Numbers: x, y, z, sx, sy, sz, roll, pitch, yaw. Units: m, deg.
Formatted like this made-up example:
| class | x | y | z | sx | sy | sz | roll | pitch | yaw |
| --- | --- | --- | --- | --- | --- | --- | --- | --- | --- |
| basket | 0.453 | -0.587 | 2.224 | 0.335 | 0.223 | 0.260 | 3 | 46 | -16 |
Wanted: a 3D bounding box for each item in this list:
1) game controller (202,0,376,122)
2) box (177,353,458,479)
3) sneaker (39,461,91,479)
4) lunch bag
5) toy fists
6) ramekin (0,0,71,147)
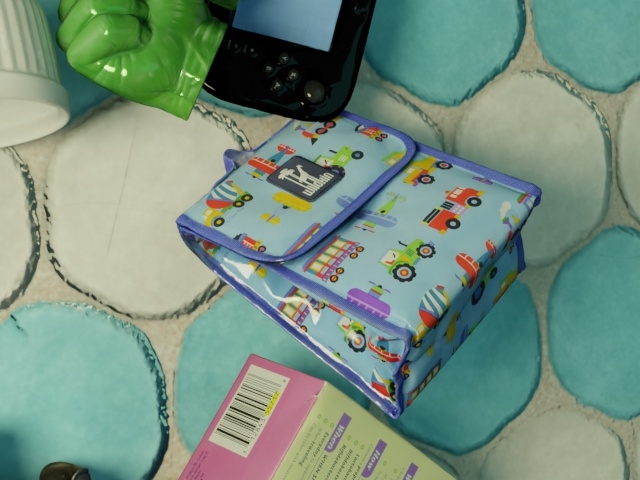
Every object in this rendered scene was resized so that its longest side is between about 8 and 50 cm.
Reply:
| class | x | y | z | sx | sy | sz | roll | pitch | yaw |
| --- | --- | --- | --- | --- | --- | --- | --- | --- | --- |
| game controller | -0.020 | -0.280 | 1.217 | 0.167 | 0.067 | 0.319 | 15 | 83 | -12 |
| box | -0.012 | 0.264 | 1.172 | 0.243 | 0.117 | 0.213 | 41 | 72 | -38 |
| sneaker | -0.219 | 0.292 | 1.104 | 0.350 | 0.131 | 0.148 | 41 | 64 | -26 |
| lunch bag | 0.024 | -0.010 | 1.174 | 0.293 | 0.138 | 0.221 | 31 | 57 | 22 |
| toy fists | -0.141 | -0.237 | 1.087 | 0.142 | 0.096 | 0.279 | 22 | 54 | -8 |
| ramekin | -0.317 | -0.145 | 1.014 | 0.207 | 0.207 | 0.109 | -5 | 84 | -26 |
